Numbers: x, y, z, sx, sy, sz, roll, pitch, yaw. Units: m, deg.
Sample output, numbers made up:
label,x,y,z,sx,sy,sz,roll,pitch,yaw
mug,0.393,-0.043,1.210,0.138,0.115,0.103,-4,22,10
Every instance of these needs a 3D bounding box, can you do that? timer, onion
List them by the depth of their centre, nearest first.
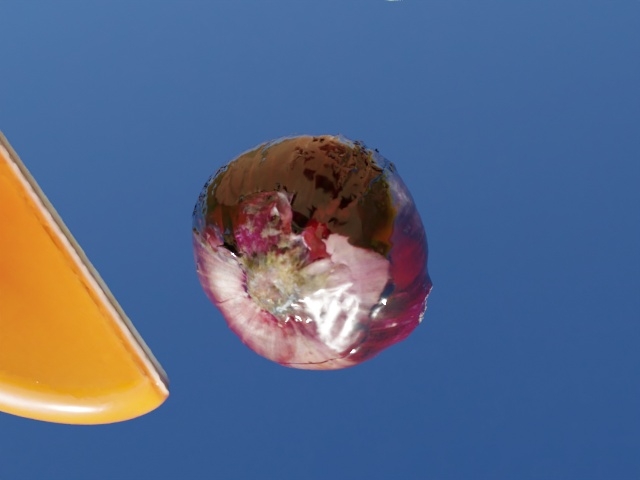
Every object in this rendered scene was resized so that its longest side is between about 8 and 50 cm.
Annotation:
label,x,y,z,sx,sy,sz,roll,pitch,yaw
timer,-0.215,0.013,0.892,0.161,0.250,0.257,-50,-165,-9
onion,0.000,0.000,1.370,0.252,0.252,0.219,8,-146,28
